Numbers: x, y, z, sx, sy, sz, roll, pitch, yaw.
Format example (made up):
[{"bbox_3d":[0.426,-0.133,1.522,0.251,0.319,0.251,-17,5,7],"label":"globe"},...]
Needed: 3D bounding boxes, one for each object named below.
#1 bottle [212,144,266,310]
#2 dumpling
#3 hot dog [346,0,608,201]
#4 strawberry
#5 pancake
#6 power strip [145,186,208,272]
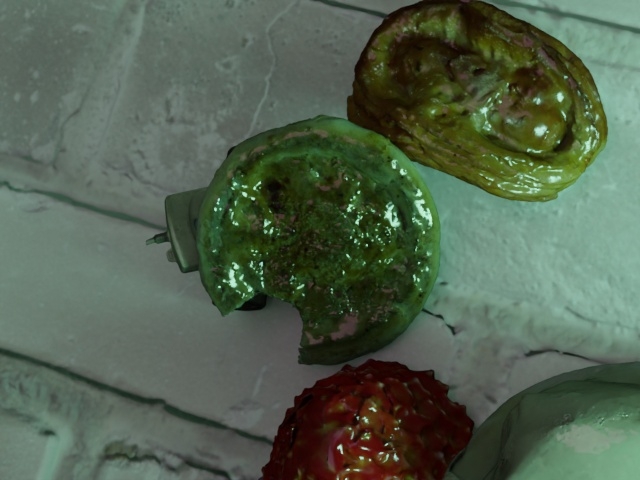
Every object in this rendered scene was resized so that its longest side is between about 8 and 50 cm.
[{"bbox_3d":[-0.079,-0.014,2.021,0.060,0.060,0.164,-3,75,21],"label":"bottle"},{"bbox_3d":[0.256,0.199,1.780,0.293,0.204,0.163,-16,89,12],"label":"dumpling"},{"bbox_3d":[0.148,-0.138,1.929,0.259,0.114,0.175,22,75,26],"label":"hot dog"},{"bbox_3d":[0.019,0.200,1.866,0.234,0.178,0.234,-9,66,20],"label":"strawberry"},{"bbox_3d":[0.000,0.000,1.922,0.253,0.037,0.254,1,109,4],"label":"pancake"},{"bbox_3d":[-0.063,-0.024,1.981,0.226,0.029,0.080,-13,78,-8],"label":"power strip"}]
